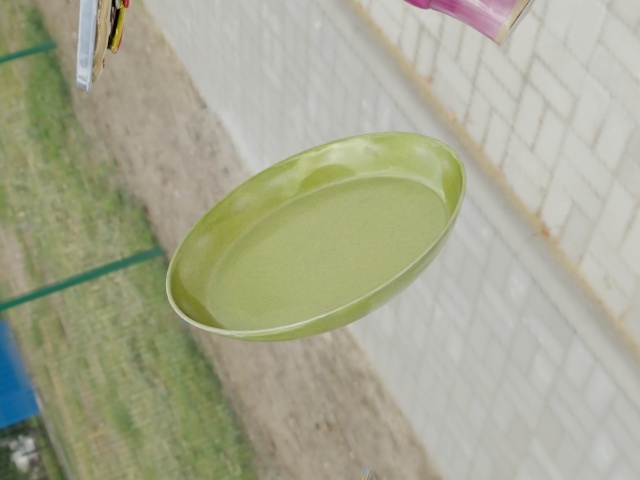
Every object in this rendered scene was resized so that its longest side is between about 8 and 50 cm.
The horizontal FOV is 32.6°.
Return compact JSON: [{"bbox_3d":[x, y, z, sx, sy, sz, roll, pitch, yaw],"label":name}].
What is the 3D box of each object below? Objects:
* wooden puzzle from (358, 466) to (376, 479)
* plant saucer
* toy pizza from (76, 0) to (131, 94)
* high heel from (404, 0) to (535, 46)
[{"bbox_3d":[0.044,0.256,1.079,0.006,0.049,0.083,8,143,23],"label":"wooden puzzle"},{"bbox_3d":[0.000,0.000,0.824,0.241,0.241,0.037,39,159,57],"label":"plant saucer"},{"bbox_3d":[-0.132,-0.191,0.685,0.201,0.032,0.201,-177,90,-77],"label":"toy pizza"},{"bbox_3d":[0.125,-0.232,0.740,0.117,0.244,0.082,34,153,7],"label":"high heel"}]
